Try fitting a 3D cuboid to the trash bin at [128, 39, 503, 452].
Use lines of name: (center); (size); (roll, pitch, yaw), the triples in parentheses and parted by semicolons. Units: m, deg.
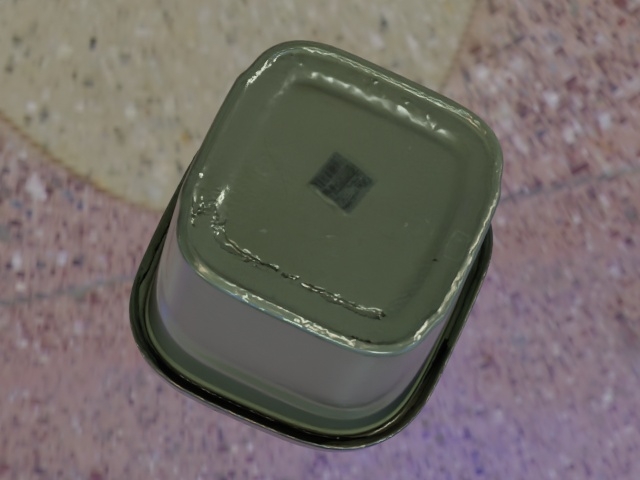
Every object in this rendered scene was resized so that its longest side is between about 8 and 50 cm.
trash bin: (0.000, 0.000, 1.267); (0.219, 0.250, 0.219); (23, 76, 1)
